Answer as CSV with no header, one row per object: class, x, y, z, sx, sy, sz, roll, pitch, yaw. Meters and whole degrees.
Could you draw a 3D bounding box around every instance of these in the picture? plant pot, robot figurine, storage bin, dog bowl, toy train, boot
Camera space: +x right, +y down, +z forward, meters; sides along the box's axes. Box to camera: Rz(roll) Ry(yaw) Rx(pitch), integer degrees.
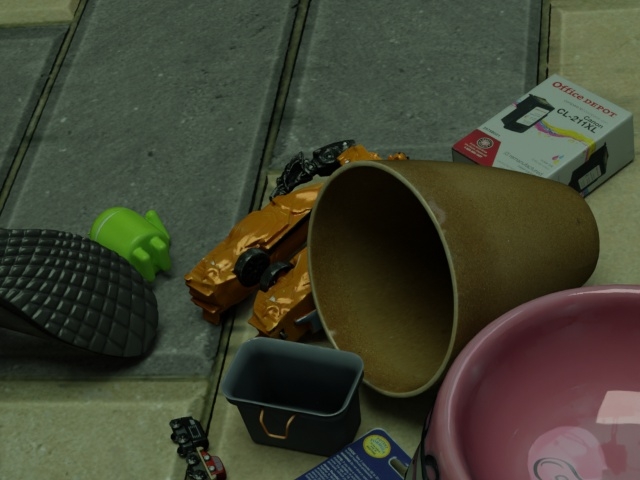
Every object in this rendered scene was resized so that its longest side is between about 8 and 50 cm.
plant pot,0.156,0.019,1.570,0.254,0.237,0.237,-11,37,-35
robot figurine,-0.221,0.003,1.774,0.101,0.067,0.115,-37,48,-25
robot figurine,0.000,0.000,1.713,0.211,0.085,0.291,30,58,36
storage bin,-0.023,0.169,1.536,0.135,0.091,0.098,7,46,21
dog bowl,0.272,0.205,1.362,0.408,0.150,0.408,-3,44,3
toy train,-0.113,0.233,1.539,0.036,0.027,0.158,-14,41,-17
boot,-0.362,0.049,1.699,0.222,0.338,0.118,-22,47,60

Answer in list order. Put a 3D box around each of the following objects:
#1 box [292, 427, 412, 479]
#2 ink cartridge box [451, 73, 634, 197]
box,0.006,0.280,1.452,0.225,0.036,0.136,-30,46,-19
ink cartridge box,0.258,-0.103,1.769,0.175,0.072,0.127,-36,47,-22
